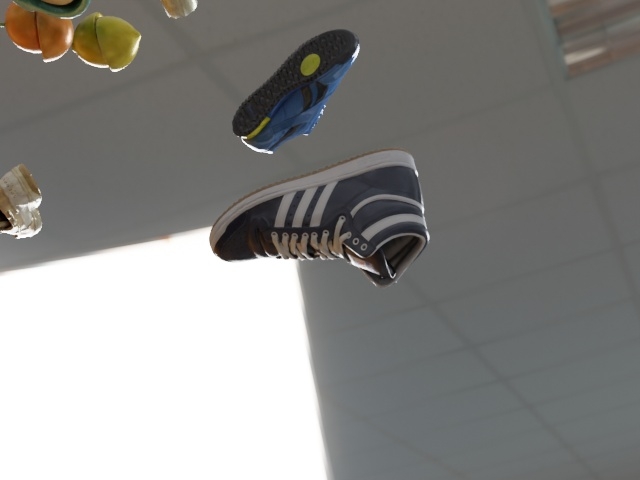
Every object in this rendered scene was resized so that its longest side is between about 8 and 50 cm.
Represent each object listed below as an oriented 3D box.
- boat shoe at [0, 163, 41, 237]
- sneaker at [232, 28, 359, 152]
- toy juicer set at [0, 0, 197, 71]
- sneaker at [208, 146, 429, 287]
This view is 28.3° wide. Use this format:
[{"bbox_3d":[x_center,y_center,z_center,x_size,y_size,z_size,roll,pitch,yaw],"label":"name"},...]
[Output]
[{"bbox_3d":[-0.362,-0.038,1.475,0.059,0.063,0.170,-30,-11,-20],"label":"boat shoe"},{"bbox_3d":[-0.018,-0.191,1.648,0.209,0.069,0.082,-40,-44,22],"label":"sneaker"},{"bbox_3d":[-0.230,-0.227,1.127,0.329,0.089,0.209,-2,-46,49],"label":"toy juicer set"},{"bbox_3d":[0.000,0.000,1.574,0.282,0.153,0.099,-22,-34,9],"label":"sneaker"}]
